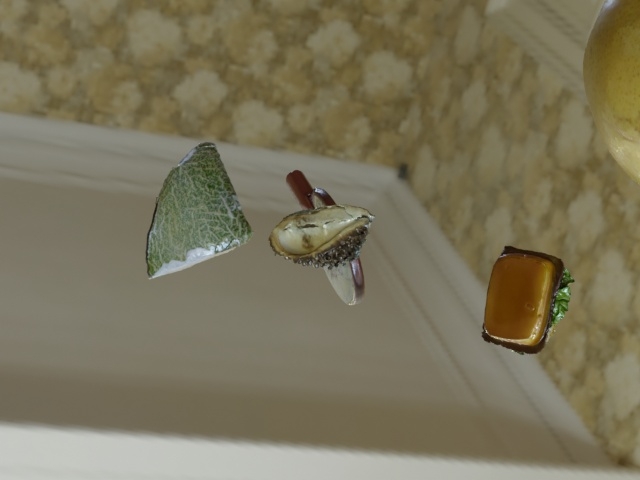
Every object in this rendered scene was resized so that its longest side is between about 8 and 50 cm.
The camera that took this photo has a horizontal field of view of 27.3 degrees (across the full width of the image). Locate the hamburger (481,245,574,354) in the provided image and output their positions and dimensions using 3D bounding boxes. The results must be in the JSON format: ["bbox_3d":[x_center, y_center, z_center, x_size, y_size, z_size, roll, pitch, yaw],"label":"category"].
[{"bbox_3d":[0.331,0.099,2.091,0.137,0.166,0.087,15,180,34],"label":"hamburger"}]

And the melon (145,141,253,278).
[{"bbox_3d":[-0.146,-0.027,1.765,0.139,0.203,0.093,17,176,28],"label":"melon"}]

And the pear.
[{"bbox_3d":[0.426,-0.173,1.362,0.314,0.314,0.314,13,-155,-6],"label":"pear"}]

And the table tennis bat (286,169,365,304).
[{"bbox_3d":[0.013,-0.017,2.340,0.038,0.200,0.310,-18,-133,-14],"label":"table tennis bat"}]

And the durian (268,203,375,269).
[{"bbox_3d":[0.004,0.000,1.467,0.130,0.066,0.052,-10,160,23],"label":"durian"}]
